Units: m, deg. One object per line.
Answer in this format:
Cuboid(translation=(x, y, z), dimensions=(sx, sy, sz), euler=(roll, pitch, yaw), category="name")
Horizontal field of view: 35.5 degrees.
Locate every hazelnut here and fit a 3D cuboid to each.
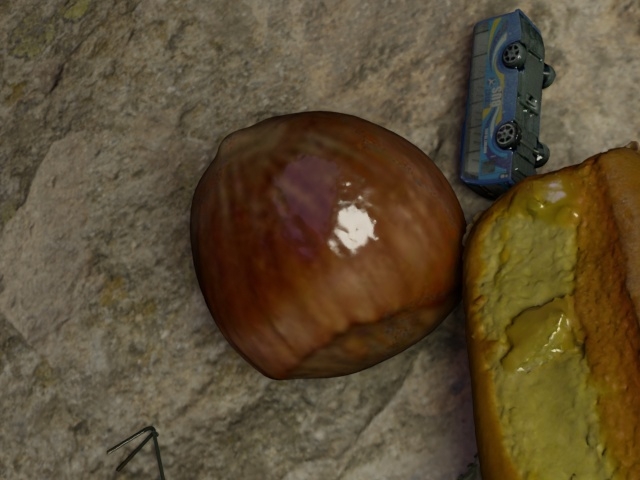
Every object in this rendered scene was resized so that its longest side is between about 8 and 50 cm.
Cuboid(translation=(0.000, 0.000, 0.745), dimensions=(0.214, 0.214, 0.176), euler=(-28, 18, 17), category="hazelnut")

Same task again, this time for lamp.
Cuboid(translation=(-0.135, 0.217, 0.829), dimensions=(0.054, 0.041, 0.121), euler=(-36, 60, 2), category="lamp")

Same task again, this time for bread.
Cuboid(translation=(0.172, 0.083, 0.603), dimensions=(0.152, 0.119, 0.288), euler=(-24, 47, 29), category="bread")

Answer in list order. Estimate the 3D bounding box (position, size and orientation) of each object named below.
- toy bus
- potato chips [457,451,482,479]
Cuboid(translation=(0.147, -0.105, 0.794), dimensions=(0.061, 0.051, 0.153), euler=(-7, 67, 40), category="toy bus")
Cuboid(translation=(0.250, 0.200, 0.607), dimensions=(0.429, 0.070, 0.358), euler=(-49, 52, 0), category="potato chips")
